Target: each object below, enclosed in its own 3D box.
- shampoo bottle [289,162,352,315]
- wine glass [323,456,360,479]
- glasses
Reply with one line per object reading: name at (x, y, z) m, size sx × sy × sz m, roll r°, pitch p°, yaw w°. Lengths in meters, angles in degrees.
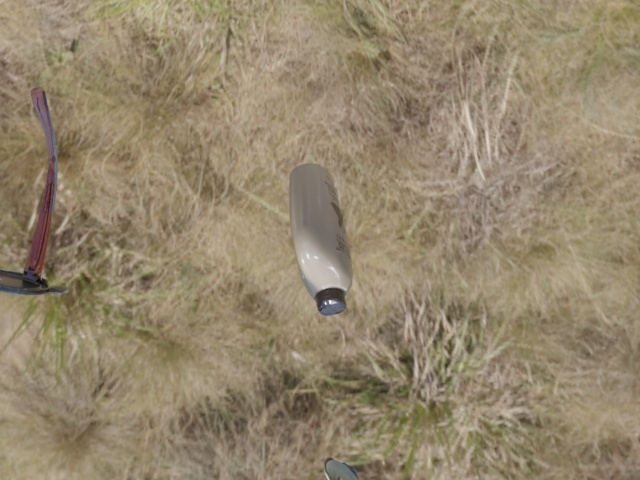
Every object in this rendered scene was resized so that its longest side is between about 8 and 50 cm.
shampoo bottle at (0.000, 0.000, 1.226) m, size 0.078 × 0.257 × 0.127 m, roll -22°, pitch 142°, yaw 18°
wine glass at (-0.008, 0.480, 1.431) m, size 0.122 × 0.122 × 0.183 m, roll 34°, pitch 107°, yaw -23°
glasses at (-0.358, -0.070, 0.903) m, size 0.118 × 0.234 × 0.268 m, roll 9°, pitch 83°, yaw 16°
